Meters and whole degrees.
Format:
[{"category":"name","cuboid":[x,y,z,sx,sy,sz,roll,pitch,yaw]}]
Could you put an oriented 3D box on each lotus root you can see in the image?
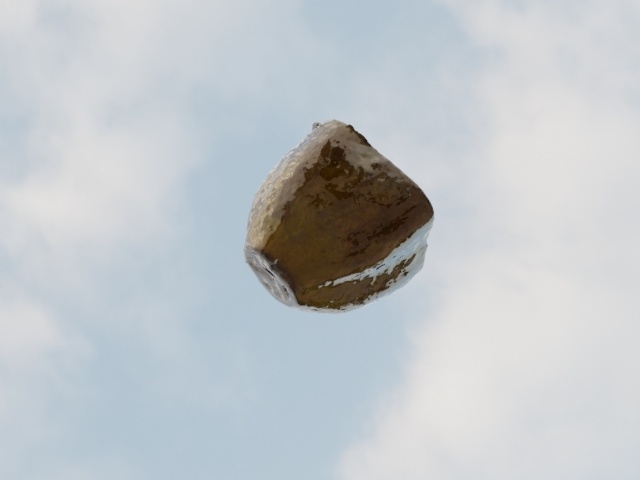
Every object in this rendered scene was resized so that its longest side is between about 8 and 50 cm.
[{"category":"lotus root","cuboid":[-0.001,-0.001,1.445,0.180,0.188,0.199,-40,-23,-29]}]
